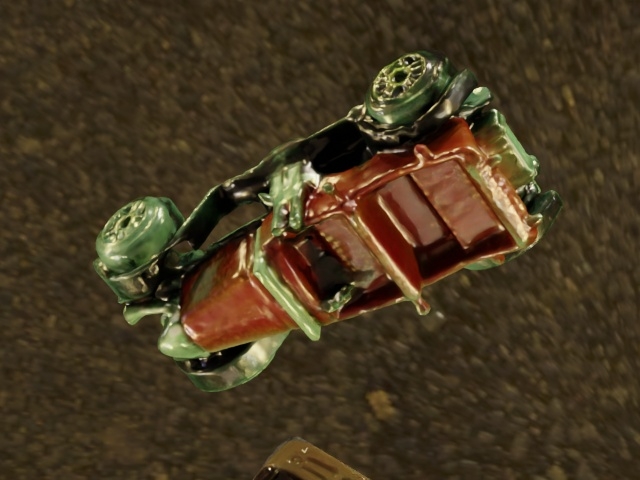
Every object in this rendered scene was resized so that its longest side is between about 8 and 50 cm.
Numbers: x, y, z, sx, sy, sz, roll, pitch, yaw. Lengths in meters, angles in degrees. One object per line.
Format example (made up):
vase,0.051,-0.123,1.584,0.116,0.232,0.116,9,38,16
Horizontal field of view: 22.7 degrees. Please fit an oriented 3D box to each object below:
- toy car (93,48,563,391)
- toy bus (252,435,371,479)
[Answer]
toy car,0.000,0.000,0.503,0.143,0.073,0.054,-26,33,18
toy bus,-0.012,0.224,0.775,0.139,0.289,0.157,32,59,11
